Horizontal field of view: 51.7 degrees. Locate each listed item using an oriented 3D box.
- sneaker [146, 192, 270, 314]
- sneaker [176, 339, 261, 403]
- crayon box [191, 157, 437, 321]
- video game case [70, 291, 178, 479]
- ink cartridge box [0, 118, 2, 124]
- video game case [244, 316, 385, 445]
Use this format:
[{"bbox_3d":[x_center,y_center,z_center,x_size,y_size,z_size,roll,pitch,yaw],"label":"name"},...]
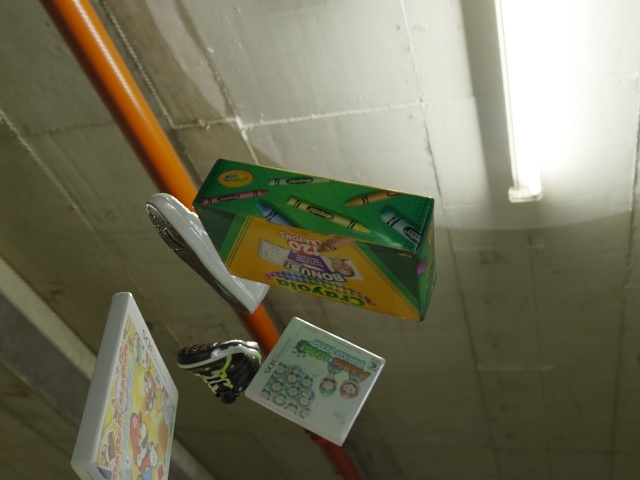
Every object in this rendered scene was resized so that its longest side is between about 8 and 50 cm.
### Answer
[{"bbox_3d":[-0.187,-0.001,1.180,0.106,0.123,0.290,12,-32,49],"label":"sneaker"},{"bbox_3d":[-0.147,0.212,1.057,0.084,0.097,0.235,-9,-12,18],"label":"sneaker"},{"bbox_3d":[0.000,0.000,0.820,0.278,0.081,0.165,12,-30,19],"label":"crayon box"},{"bbox_3d":[-0.214,0.210,0.763,0.026,0.227,0.206,-8,-49,3],"label":"video game case"},{"bbox_3d":[-0.593,-0.162,0.998,0.097,0.255,0.189,43,-33,17],"label":"ink cartridge box"},{"bbox_3d":[-0.006,0.199,0.958,0.157,0.143,0.019,24,-34,16],"label":"video game case"}]
